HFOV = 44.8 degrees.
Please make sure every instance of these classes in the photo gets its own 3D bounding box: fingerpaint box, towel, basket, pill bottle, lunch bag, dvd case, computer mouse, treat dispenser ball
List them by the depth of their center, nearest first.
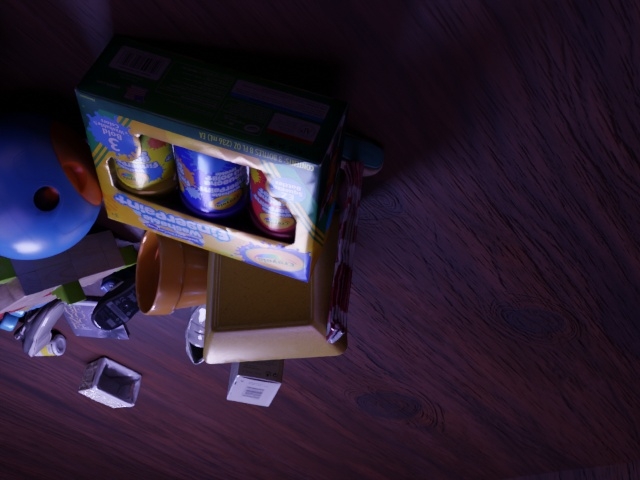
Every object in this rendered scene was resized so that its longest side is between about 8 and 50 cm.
[{"bbox_3d":[-0.195,-0.138,1.451,0.445,0.163,0.371,18,146,7],"label":"fingerpaint box"},{"bbox_3d":[-0.574,-0.105,1.521,0.288,0.288,0.288,3,145,2],"label":"treat dispenser ball"},{"bbox_3d":[0.041,0.028,1.524,0.037,0.329,0.237,7,168,-1],"label":"towel"},{"bbox_3d":[-0.455,0.148,2.004,0.262,0.060,0.184,-40,134,0],"label":"computer mouse"},{"bbox_3d":[-0.522,0.117,2.031,0.067,0.065,0.098,-24,135,35],"label":"lunch bag"},{"bbox_3d":[-0.656,0.226,2.247,0.165,0.018,0.221,4,145,3],"label":"dvd case"},{"bbox_3d":[-0.843,0.319,2.365,0.116,0.065,0.065,-3,144,13],"label":"pill bottle"},{"bbox_3d":[-0.683,0.464,2.514,0.103,0.113,0.167,-17,140,34],"label":"basket"}]

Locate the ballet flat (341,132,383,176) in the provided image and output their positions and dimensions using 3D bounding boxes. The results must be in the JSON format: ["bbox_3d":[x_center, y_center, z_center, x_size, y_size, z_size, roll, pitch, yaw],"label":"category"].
[{"bbox_3d":[0.011,-0.188,1.520,0.248,0.086,0.086,26,140,-29],"label":"ballet flat"}]

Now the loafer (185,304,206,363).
[{"bbox_3d":[-0.313,0.240,2.141,0.112,0.111,0.319,10,145,-7],"label":"loafer"}]

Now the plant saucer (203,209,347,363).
[{"bbox_3d":[-0.112,0.090,1.698,0.333,0.332,0.081,-6,159,16],"label":"plant saucer"}]

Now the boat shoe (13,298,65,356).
[{"bbox_3d":[-0.805,0.230,2.186,0.095,0.112,0.335,41,140,-2],"label":"boat shoe"}]

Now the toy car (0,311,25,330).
[{"bbox_3d":[-0.942,0.233,2.102,0.219,0.238,0.210,24,141,-24],"label":"toy car"}]

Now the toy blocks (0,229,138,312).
[{"bbox_3d":[-0.662,0.090,1.837,0.261,0.190,0.381,-25,177,36],"label":"toy blocks"}]

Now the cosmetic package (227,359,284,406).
[{"bbox_3d":[-0.150,0.238,1.946,0.113,0.309,0.160,13,146,-10],"label":"cosmetic package"}]

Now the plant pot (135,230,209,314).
[{"bbox_3d":[-0.322,0.078,1.857,0.188,0.205,0.205,5,149,-28],"label":"plant pot"}]

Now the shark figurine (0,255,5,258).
[{"bbox_3d":[-0.790,0.017,1.863,0.166,0.116,0.278,24,102,-45],"label":"shark figurine"}]
